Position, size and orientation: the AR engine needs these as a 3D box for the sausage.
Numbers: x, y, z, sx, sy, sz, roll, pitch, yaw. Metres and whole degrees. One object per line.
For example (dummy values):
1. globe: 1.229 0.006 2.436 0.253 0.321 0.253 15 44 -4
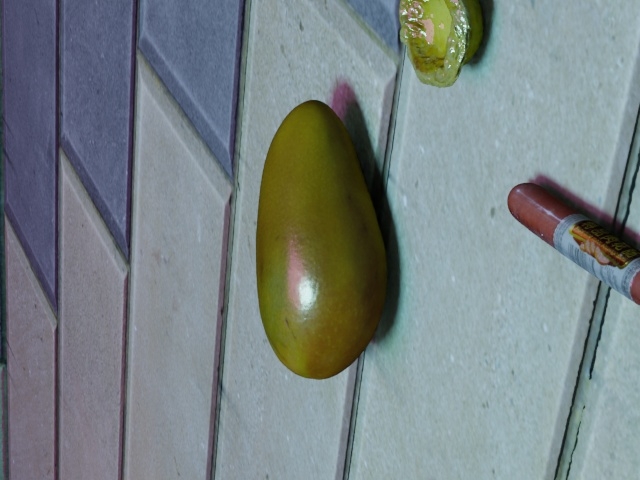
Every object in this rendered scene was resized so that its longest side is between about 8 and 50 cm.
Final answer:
1. sausage: 0.194 0.010 1.161 0.253 0.034 0.034 -139 45 -56

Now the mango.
1. mango: 0.000 0.000 1.526 0.138 0.113 0.253 -176 85 -71

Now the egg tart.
1. egg tart: 0.096 -0.169 1.313 0.105 0.039 0.105 170 90 -68
